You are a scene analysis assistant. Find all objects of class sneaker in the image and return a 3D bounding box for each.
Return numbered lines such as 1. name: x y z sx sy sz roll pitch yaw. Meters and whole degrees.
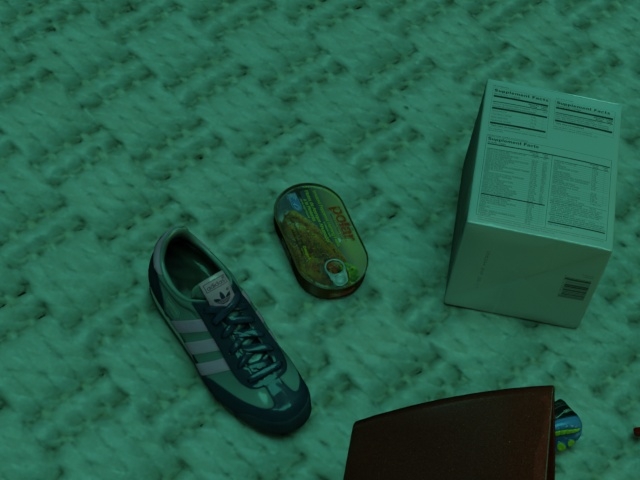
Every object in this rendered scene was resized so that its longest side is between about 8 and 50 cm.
1. sneaker: -0.126 0.114 1.782 0.112 0.131 0.319 -33 64 -25
2. sneaker: 0.246 0.245 1.778 0.188 0.067 0.078 -6 35 -8

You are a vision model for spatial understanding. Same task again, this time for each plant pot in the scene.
1. plant pot: 0.148 0.337 1.590 0.236 0.267 0.267 4 54 12

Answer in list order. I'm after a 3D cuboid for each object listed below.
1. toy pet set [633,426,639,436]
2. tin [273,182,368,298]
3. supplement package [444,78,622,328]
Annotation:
1. toy pet set: 0.491 0.284 1.782 0.122 0.065 0.114 -13 22 -18
2. tin: 0.000 0.000 1.935 0.106 0.040 0.189 -16 58 -12
3. supplement package: 0.298 -0.052 1.899 0.198 0.199 0.262 11 54 2
